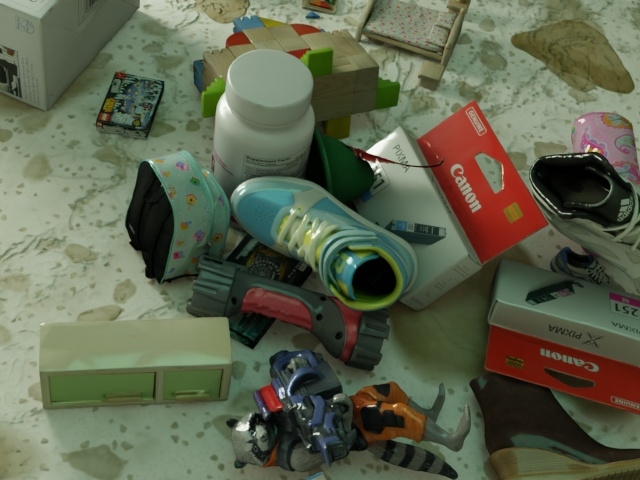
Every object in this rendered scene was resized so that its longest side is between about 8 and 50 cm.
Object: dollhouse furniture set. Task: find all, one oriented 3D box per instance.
[{"bbox_3d":[0.151,-0.513,2.195,0.303,0.174,0.356,18,49,6],"label":"dollhouse furniture set"}]

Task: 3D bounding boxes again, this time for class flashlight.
[{"bbox_3d":[-0.050,0.114,1.655,0.304,0.103,0.103,15,9,-7],"label":"flashlight"}]

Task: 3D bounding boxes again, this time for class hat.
[{"bbox_3d":[0.078,-0.124,1.840,0.183,0.173,0.209,-11,47,-13],"label":"hat"}]

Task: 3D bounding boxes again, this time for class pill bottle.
[{"bbox_3d":[-0.095,-0.162,1.779,0.160,0.283,0.160,5,49,-6],"label":"pill bottle"}]

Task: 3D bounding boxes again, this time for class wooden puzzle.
[{"bbox_3d":[0.000,-0.501,2.261,0.078,0.014,0.116,4,50,-7],"label":"wooden puzzle"}]

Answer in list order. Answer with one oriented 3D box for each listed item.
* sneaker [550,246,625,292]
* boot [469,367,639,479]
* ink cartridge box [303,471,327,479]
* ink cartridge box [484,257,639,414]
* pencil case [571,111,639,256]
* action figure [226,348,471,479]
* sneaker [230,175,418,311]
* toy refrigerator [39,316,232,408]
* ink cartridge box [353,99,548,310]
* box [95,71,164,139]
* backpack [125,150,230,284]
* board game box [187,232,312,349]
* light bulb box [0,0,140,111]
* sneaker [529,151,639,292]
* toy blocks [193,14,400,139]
[{"bbox_3d":[0.456,0.057,1.845,0.135,0.058,0.052,30,51,13],"label":"sneaker"},{"bbox_3d":[0.361,0.276,1.621,0.248,0.090,0.207,-5,53,-11],"label":"boot"},{"bbox_3d":[-0.037,0.378,1.439,0.092,0.143,0.090,-21,74,-25],"label":"ink cartridge box"},{"bbox_3d":[0.402,0.147,1.723,0.275,0.060,0.239,16,33,3],"label":"ink cartridge box"},{"bbox_3d":[0.515,-0.103,1.955,0.124,0.124,0.284,9,49,-3],"label":"pencil case"},{"bbox_3d":[0.036,0.274,1.501,0.330,0.179,0.341,-3,16,-5],"label":"action figure"},{"bbox_3d":[0.000,0.000,1.640,0.318,0.127,0.208,23,11,2],"label":"sneaker"},{"bbox_3d":[-0.267,0.181,1.579,0.269,0.102,0.094,-1,50,-12],"label":"toy refrigerator"},{"bbox_3d":[0.195,-0.073,1.804,0.261,0.066,0.296,-36,53,16],"label":"ink cartridge box"},{"bbox_3d":[-0.344,-0.245,1.973,0.093,0.027,0.137,10,49,-1],"label":"box"},{"bbox_3d":[-0.225,-0.046,1.720,0.144,0.188,0.166,-16,54,-22],"label":"backpack"},{"bbox_3d":[-0.111,0.076,1.745,0.126,0.026,0.186,28,51,14],"label":"board game box"},{"bbox_3d":[-0.570,-0.478,1.999,0.361,0.225,0.358,23,50,8],"label":"light bulb box"},{"bbox_3d":[0.502,0.005,1.671,0.447,0.169,0.257,32,8,26],"label":"sneaker"},{"bbox_3d":[-0.080,-0.322,2.012,0.381,0.191,0.261,-13,42,-21],"label":"toy blocks"}]
